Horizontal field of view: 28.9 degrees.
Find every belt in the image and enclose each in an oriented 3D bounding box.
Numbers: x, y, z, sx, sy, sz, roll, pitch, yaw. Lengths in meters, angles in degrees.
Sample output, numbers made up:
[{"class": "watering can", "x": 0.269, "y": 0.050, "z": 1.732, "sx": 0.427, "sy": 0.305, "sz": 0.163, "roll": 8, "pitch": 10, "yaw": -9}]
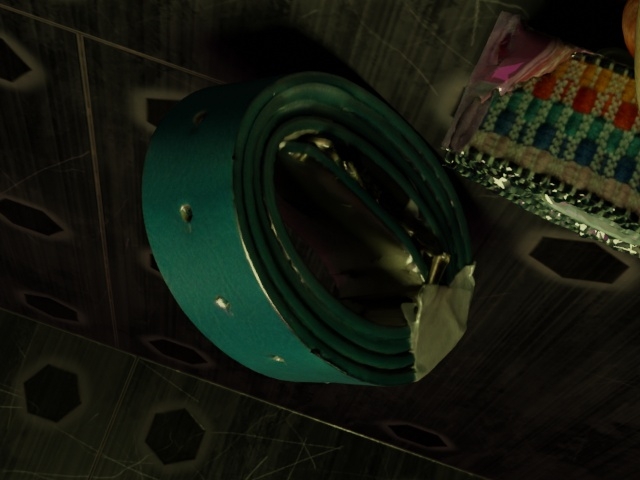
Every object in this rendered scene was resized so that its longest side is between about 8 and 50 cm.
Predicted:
[{"class": "belt", "x": 0.262, "y": -0.091, "z": 1.139, "sx": 0.295, "sy": 0.160, "sz": 0.207, "roll": 24, "pitch": 178, "yaw": -4}, {"class": "belt", "x": -0.001, "y": -0.001, "z": 1.371, "sx": 0.173, "sy": 0.300, "sz": 0.436, "roll": -4, "pitch": 149, "yaw": 45}]

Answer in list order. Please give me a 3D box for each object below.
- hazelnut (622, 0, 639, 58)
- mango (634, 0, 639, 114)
[{"class": "hazelnut", "x": 0.291, "y": -0.177, "z": 1.025, "sx": 0.086, "sy": 0.086, "sz": 0.086, "roll": 17, "pitch": 158, "yaw": 7}, {"class": "mango", "x": 0.321, "y": -0.161, "z": 0.861, "sx": 0.199, "sy": 0.221, "sz": 0.384, "roll": 35, "pitch": 150, "yaw": 41}]
